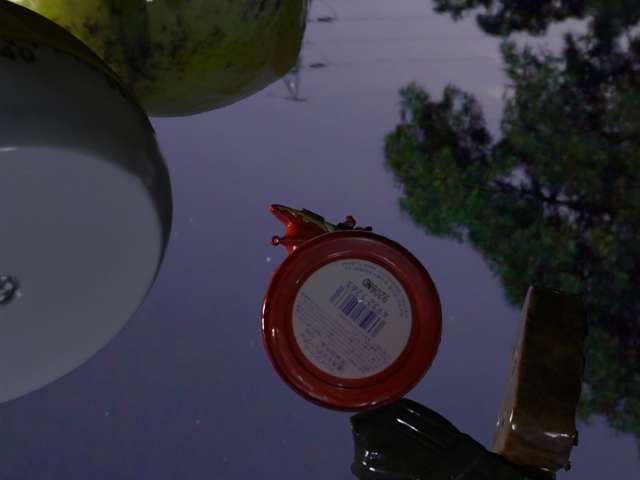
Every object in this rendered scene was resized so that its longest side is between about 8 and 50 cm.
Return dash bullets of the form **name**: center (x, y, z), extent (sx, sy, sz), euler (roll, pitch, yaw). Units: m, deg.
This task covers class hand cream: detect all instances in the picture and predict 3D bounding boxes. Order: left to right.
- **hand cream**: center (0.031, 0.087, 0.916), extent (0.193, 0.193, 0.125), euler (10, 174, 0)

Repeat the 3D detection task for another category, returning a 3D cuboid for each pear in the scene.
- **pear**: center (-0.168, -0.313, 0.931), extent (0.391, 0.391, 0.391), euler (8, -154, -4)

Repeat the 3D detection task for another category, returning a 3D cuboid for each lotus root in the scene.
- **lotus root**: center (0.319, 0.258, 1.308), extent (0.111, 0.390, 0.375), euler (11, -167, 12)

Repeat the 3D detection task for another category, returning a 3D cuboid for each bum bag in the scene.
- **bum bag**: center (0.169, 0.316, 1.107), extent (0.326, 0.142, 0.080), euler (32, -177, -8)

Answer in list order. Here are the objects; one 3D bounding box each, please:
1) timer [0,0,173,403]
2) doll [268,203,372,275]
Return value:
- **timer**: center (-0.253, -0.052, 0.571), extent (0.285, 0.285, 0.285), euler (8, -154, -4)
- **doll**: center (0.000, 0.000, 1.296), extent (0.169, 0.109, 0.057), euler (0, 176, -34)
